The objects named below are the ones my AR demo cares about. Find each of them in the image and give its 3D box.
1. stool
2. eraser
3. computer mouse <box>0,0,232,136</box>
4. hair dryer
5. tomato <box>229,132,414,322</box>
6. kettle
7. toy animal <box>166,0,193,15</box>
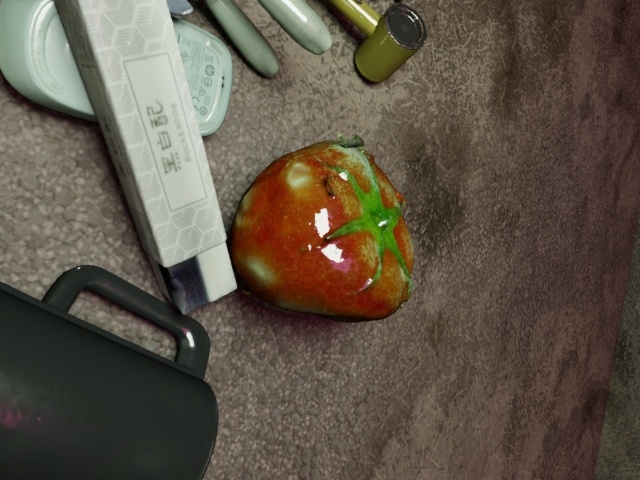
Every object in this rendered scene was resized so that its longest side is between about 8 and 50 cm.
[{"bbox_3d":[-0.077,-0.391,0.653,0.198,0.195,0.195,30,74,-34],"label":"stool"},{"bbox_3d":[-0.208,-0.098,0.556,0.098,0.096,0.404,-27,124,-32],"label":"eraser"},{"bbox_3d":[-0.260,-0.233,0.583,0.288,0.097,0.160,0,106,-43],"label":"computer mouse"},{"bbox_3d":[0.057,-0.429,0.812,0.278,0.135,0.090,37,70,-13],"label":"hair dryer"},{"bbox_3d":[0.000,0.000,0.683,0.303,0.238,0.304,29,51,-45],"label":"tomato"},{"bbox_3d":[-0.302,0.192,0.538,0.203,0.262,0.308,-45,126,13],"label":"kettle"},{"bbox_3d":[-0.199,-0.410,0.528,0.255,0.176,0.239,13,105,-10],"label":"toy animal"}]
